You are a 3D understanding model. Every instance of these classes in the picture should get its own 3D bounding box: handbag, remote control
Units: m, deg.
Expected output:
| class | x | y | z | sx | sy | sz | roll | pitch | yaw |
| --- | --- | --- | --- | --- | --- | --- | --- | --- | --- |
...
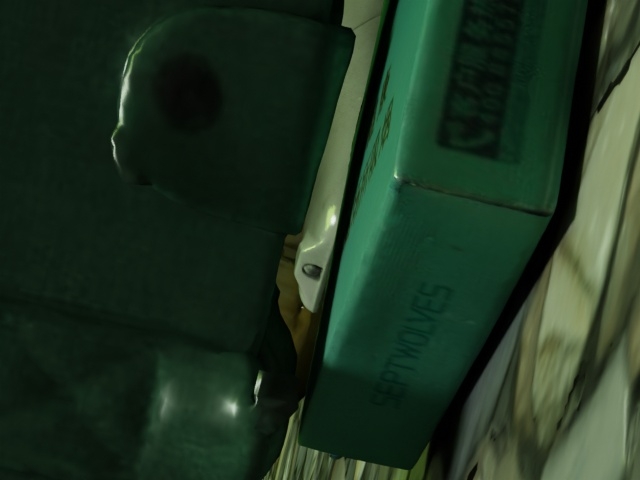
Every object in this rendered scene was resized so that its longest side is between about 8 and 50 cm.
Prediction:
| class | x | y | z | sx | sy | sz | roll | pitch | yaw |
| --- | --- | --- | --- | --- | --- | --- | --- | --- | --- |
| handbag | -0.106 | -0.058 | 0.465 | 0.089 | 0.239 | 0.326 | -75 | -3 | -83 |
| remote control | 0.010 | -0.073 | 0.803 | 0.073 | 0.044 | 0.229 | 111 | 172 | -50 |

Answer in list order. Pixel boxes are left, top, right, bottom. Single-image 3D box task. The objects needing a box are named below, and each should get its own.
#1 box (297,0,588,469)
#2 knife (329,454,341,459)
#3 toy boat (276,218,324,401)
| class | x | y | z | sx | sy | sz | roll | pitch | yaw |
| --- | --- | --- | --- | --- | --- | --- | --- | --- | --- |
| box | 0.041 | -0.072 | 0.492 | 0.162 | 0.041 | 0.229 | 108 | 175 | -63 |
| knife | 0.012 | 0.074 | 0.740 | 0.096 | 0.010 | 0.027 | 104 | 178 | -73 |
| toy boat | -0.023 | 0.020 | 0.945 | 0.321 | 0.089 | 0.121 | 160 | 136 | -87 |
